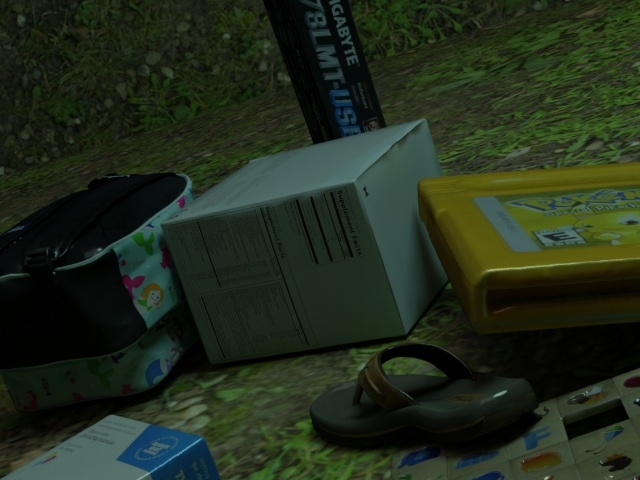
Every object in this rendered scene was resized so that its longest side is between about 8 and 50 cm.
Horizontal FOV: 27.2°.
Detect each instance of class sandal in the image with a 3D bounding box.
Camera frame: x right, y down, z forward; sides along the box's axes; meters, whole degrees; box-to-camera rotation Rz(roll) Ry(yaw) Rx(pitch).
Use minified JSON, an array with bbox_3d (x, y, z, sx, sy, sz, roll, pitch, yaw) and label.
[{"bbox_3d":[0.065,0.103,0.931,0.090,0.060,0.219,-25,7,-27],"label":"sandal"}]

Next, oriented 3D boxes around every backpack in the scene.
[{"bbox_3d":[-0.216,0.040,1.280,0.225,0.191,0.253,-12,24,25],"label":"backpack"}]

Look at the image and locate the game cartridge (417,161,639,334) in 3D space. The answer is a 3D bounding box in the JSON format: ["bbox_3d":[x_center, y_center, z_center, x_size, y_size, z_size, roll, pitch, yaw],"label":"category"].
[{"bbox_3d":[0.234,-0.010,1.042,0.285,0.053,0.324,-5,17,-2],"label":"game cartridge"}]

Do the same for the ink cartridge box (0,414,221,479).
[{"bbox_3d":[-0.184,0.206,0.850,0.231,0.078,0.134,-29,17,-33],"label":"ink cartridge box"}]

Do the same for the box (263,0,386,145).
[{"bbox_3d":[0.014,-0.182,1.609,0.073,0.296,0.293,-19,13,-3],"label":"box"}]

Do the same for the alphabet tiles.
[{"bbox_3d":[0.115,0.143,0.798,0.237,0.009,0.198,-21,10,8],"label":"alphabet tiles"}]

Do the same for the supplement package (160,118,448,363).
[{"bbox_3d":[0.000,0.000,1.237,0.203,0.149,0.194,-11,16,28],"label":"supplement package"}]
